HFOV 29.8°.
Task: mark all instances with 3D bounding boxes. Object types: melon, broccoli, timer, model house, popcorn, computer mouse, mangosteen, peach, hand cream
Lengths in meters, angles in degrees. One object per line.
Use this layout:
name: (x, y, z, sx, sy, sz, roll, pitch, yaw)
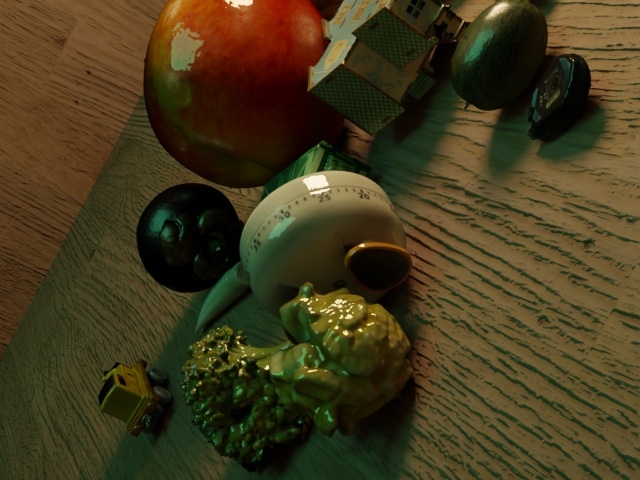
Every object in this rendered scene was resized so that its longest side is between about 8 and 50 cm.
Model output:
melon: (0.238, -0.246, 1.618, 0.167, 0.114, 0.114, -57, 22, 12)
broccoli: (-0.110, 0.192, 1.778, 0.273, 0.180, 0.242, -57, 21, 12)
timer: (0.000, 0.000, 1.686, 0.233, 0.233, 0.240, -51, 40, 25)
model house: (0.091, -0.278, 1.889, 0.206, 0.178, 0.271, -58, 24, -7)
popcorn: (0.024, 0.161, 1.541, 0.187, 0.167, 0.185, -64, 27, 5)
computer mouse: (0.299, -0.176, 1.493, 0.135, 0.047, 0.079, 127, 153, -50)
mangosteen: (-0.230, -0.001, 2.264, 0.250, 0.211, 0.211, 14, 76, 56)
peach: (-0.130, -0.290, 2.075, 0.388, 0.388, 0.388, -47, 26, 32)
hand cream: (-0.182, 0.100, 2.226, 0.205, 0.050, 0.078, -42, 29, 50)

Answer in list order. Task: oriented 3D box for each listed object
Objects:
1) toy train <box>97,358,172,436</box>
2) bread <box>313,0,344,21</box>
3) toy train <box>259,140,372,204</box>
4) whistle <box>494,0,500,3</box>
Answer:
toy train: (-0.359, 0.290, 2.284, 0.089, 0.127, 0.219, -58, 23, 9)
bread: (-0.002, -0.427, 2.247, 0.236, 0.198, 0.120, -36, 49, 47)
toy train: (-0.020, -0.047, 1.967, 0.269, 0.115, 0.154, -31, 35, 61)
whistle: (0.283, -0.429, 1.765, 0.110, 0.092, 0.244, -48, 27, 35)
